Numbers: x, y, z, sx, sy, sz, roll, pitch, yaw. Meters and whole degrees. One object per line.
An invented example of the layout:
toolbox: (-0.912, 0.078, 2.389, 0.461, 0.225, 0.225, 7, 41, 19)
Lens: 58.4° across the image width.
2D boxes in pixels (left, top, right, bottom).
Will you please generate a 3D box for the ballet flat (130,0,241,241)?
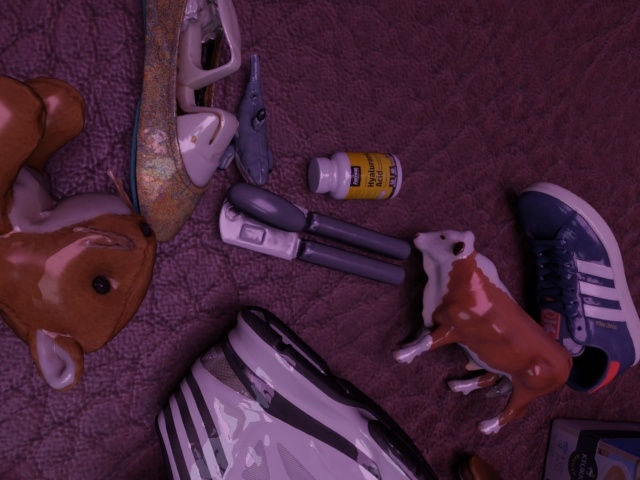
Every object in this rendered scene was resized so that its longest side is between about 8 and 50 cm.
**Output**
ballet flat: (-0.146, -0.171, 0.656, 0.123, 0.123, 0.348, 2, 89, -21)

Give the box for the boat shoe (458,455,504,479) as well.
boat shoe: (0.272, 0.419, 0.880, 0.073, 0.073, 0.207, -36, 101, 26)

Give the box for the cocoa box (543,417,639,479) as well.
cocoa box: (0.499, 0.483, 0.885, 0.231, 0.228, 0.347, 11, 89, -21)

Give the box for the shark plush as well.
shark plush: (-0.075, -0.147, 0.720, 0.073, 0.067, 0.161, 14, 88, -21)

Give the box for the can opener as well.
can opener: (0.000, 0.000, 0.749, 0.280, 0.093, 0.074, 18, 85, -26)

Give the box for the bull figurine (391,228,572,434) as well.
bull figurine: (0.215, 0.127, 0.802, 0.310, 0.101, 0.188, 43, 105, -11)

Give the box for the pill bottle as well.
pill bottle: (0.045, -0.087, 0.771, 0.116, 0.065, 0.065, -2, 93, -21)

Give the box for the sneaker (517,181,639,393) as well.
sneaker: (0.373, 0.084, 0.871, 0.148, 0.131, 0.350, -36, 103, -18)

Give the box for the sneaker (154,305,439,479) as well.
sneaker: (-0.022, 0.312, 0.740, 0.257, 0.169, 0.447, -45, 106, 1)

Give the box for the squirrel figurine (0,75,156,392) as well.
squirrel figurine: (-0.372, 0.002, 0.545, 0.397, 0.281, 0.370, -42, 117, 0)
